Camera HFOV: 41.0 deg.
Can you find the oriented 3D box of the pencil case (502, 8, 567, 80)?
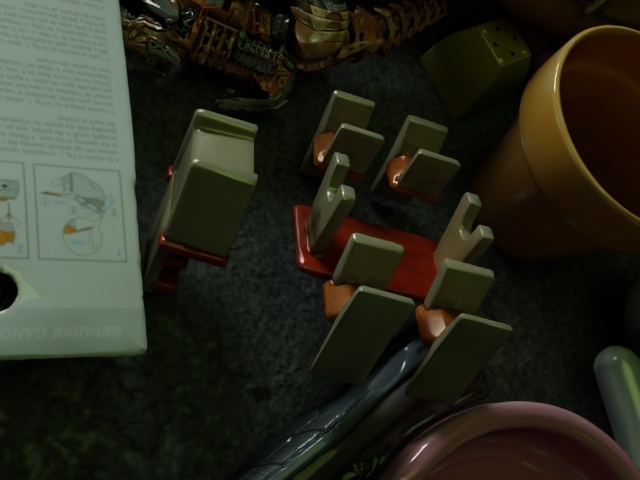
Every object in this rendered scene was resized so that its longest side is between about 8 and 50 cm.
[{"bbox_3d":[0.269,-0.218,0.951,0.098,0.095,0.209,-15,76,2],"label":"pencil case"}]

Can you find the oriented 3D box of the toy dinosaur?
[{"bbox_3d":[-0.035,-0.225,0.803,0.322,0.164,0.219,-3,85,-46],"label":"toy dinosaur"}]

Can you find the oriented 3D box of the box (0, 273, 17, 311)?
[{"bbox_3d":[-0.345,0.043,0.568,0.232,0.059,0.183,29,59,-12],"label":"box"}]

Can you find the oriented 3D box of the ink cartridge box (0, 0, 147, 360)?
[{"bbox_3d":[-0.294,-0.094,0.611,0.308,0.091,0.385,3,70,-34],"label":"ink cartridge box"}]

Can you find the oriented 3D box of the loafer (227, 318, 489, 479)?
[{"bbox_3d":[0.034,0.164,0.678,0.302,0.109,0.095,-36,92,-35],"label":"loafer"}]

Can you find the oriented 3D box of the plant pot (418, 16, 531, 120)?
[{"bbox_3d":[0.170,-0.188,0.893,0.081,0.083,0.082,-24,81,-31],"label":"plant pot"}]

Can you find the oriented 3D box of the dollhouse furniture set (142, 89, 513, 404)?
[{"bbox_3d":[0.000,0.000,0.693,0.259,0.135,0.262,15,37,-17],"label":"dollhouse furniture set"}]

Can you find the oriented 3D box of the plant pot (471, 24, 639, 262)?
[{"bbox_3d":[0.248,-0.067,0.820,0.205,0.188,0.205,10,66,-23],"label":"plant pot"}]

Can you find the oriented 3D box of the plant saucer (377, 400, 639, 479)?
[{"bbox_3d":[0.140,0.293,0.661,0.332,0.084,0.332,7,77,-29],"label":"plant saucer"}]

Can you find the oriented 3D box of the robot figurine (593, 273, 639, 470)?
[{"bbox_3d":[0.412,0.139,0.808,0.299,0.200,0.354,-9,73,-10],"label":"robot figurine"}]

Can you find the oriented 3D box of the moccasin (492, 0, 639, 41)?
[{"bbox_3d":[0.215,-0.302,0.810,0.380,0.147,0.139,23,60,-29],"label":"moccasin"}]
